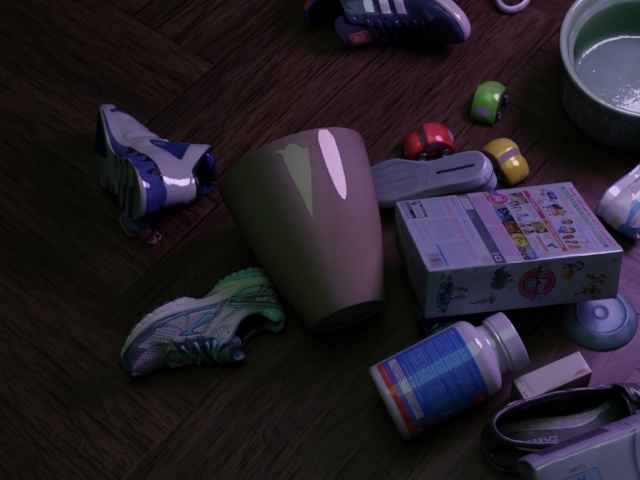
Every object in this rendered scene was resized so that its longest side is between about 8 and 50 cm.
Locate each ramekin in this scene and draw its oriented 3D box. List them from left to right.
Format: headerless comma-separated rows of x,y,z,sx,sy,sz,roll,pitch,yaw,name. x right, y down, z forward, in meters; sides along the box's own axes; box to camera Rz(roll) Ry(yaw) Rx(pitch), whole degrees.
0.568,-0.306,1.771,0.303,0.148,0.303,-2,64,4,ramekin

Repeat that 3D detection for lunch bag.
0.187,0.130,1.567,0.067,0.098,0.065,-25,53,-4,lunch bag

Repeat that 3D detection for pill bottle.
0.194,0.196,1.489,0.221,0.124,0.124,-27,56,-2,pill bottle

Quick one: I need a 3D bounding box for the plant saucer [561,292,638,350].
0.447,0.119,1.591,0.119,0.021,0.119,-3,56,4,plant saucer

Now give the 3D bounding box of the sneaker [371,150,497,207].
0.182,-0.088,1.729,0.258,0.091,0.094,-4,57,29,sneaker

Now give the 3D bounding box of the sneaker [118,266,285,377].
-0.185,0.150,1.593,0.283,0.110,0.122,-29,60,-13,sneaker

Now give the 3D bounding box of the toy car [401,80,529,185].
0.288,-0.219,1.824,0.239,0.053,0.225,16,59,17,toy car

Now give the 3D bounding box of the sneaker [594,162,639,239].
0.573,-0.093,1.692,0.228,0.087,0.092,-41,67,-12,sneaker

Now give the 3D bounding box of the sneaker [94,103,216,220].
-0.292,-0.134,1.803,0.182,0.127,0.315,-3,31,-29,sneaker

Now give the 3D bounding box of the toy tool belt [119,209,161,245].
-0.322,-0.029,1.765,0.052,0.051,0.083,-37,60,-18,toy tool belt

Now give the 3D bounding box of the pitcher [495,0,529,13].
0.422,-0.568,2.024,0.207,0.125,0.178,-27,77,1,pitcher

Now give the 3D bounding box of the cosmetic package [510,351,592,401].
0.349,0.218,1.511,0.115,0.060,0.041,-22,57,-7,cosmetic package

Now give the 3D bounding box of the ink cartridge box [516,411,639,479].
0.457,0.406,1.246,0.308,0.091,0.385,-19,85,-7,ink cartridge box

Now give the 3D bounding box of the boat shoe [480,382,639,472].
0.400,0.266,1.448,0.335,0.095,0.112,-11,55,-1,boat shoe

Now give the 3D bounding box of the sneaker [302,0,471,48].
0.119,-0.428,1.956,0.350,0.131,0.148,24,68,28,sneaker

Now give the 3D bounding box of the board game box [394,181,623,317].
0.288,0.011,1.573,0.303,0.098,0.224,-6,32,-6,board game box

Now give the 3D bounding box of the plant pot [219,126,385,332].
0.000,0.000,1.615,0.256,0.256,0.274,-19,72,-7,plant pot
